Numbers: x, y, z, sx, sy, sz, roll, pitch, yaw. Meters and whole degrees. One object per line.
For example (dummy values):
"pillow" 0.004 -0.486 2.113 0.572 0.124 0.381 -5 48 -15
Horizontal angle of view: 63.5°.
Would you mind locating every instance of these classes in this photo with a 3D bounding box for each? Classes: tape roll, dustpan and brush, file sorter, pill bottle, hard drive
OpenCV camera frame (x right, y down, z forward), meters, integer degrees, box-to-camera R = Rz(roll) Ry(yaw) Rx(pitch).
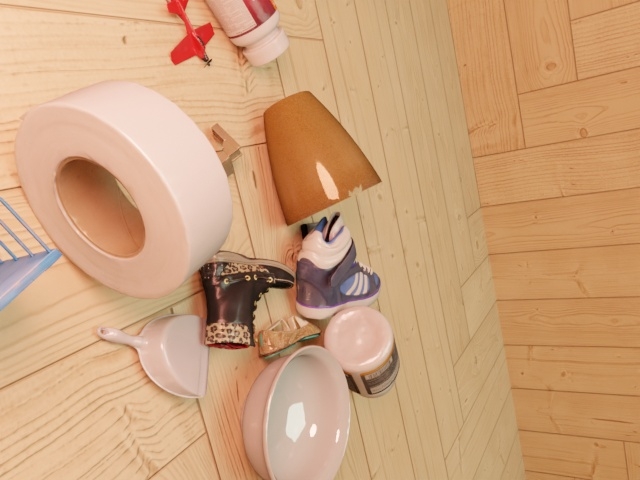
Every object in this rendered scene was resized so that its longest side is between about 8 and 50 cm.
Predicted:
"tape roll" -0.263 -0.063 0.694 0.100 0.286 0.286 -50 125 -47
"dustpan and brush" -0.272 0.174 0.858 0.211 0.060 0.147 45 36 -53
"file sorter" -0.404 0.026 0.570 0.104 0.170 0.118 59 40 -27
"pill bottle" -0.159 -0.483 1.066 0.221 0.121 0.121 55 43 -36
"pill bottle" 0.110 0.285 1.268 0.278 0.162 0.162 69 31 -56
"hard drive" 0.000 0.000 1.321 0.135 0.022 0.094 -10 94 -57

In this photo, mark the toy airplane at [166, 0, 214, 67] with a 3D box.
"toy airplane" -0.252 -0.407 0.998 0.151 0.028 0.151 10 77 -55

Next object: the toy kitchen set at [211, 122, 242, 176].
"toy kitchen set" -0.209 -0.169 1.031 0.083 0.075 0.068 -41 167 -15

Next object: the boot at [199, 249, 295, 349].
"boot" -0.138 0.124 1.010 0.236 0.085 0.178 18 58 -47

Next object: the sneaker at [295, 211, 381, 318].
"sneaker" 0.064 0.044 1.268 0.323 0.130 0.236 -14 117 -51

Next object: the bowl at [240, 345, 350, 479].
"bowl" -0.068 0.364 1.057 0.298 0.134 0.297 14 73 -56

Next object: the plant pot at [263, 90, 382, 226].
"plant pot" -0.024 -0.194 1.167 0.237 0.237 0.254 -31 95 -54

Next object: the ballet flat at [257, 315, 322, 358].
"ballet flat" -0.066 0.203 1.151 0.206 0.073 0.067 -7 76 -60
